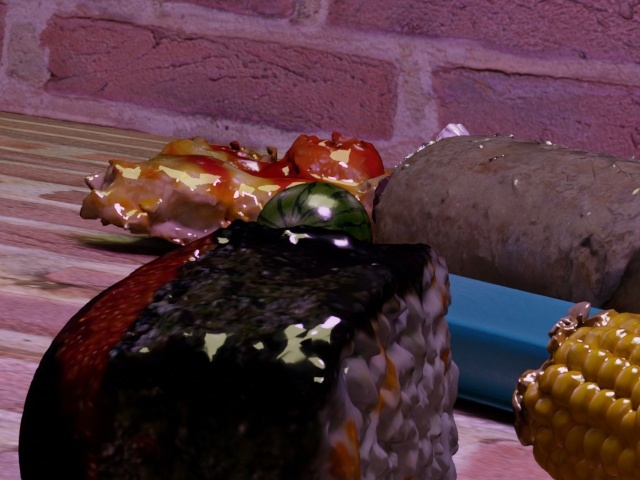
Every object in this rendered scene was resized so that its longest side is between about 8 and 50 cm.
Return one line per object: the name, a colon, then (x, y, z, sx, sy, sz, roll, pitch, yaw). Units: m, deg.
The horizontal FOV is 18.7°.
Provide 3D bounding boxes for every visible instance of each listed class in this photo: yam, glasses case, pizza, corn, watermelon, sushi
yam: (0.183, 0.014, 1.371, 0.168, 0.168, 0.304, 4, 9, -34)
glasses case: (0.130, 0.077, 1.210, 0.301, 0.070, 0.117, 15, 15, 39)
pizza: (-0.044, -0.046, 1.837, 0.440, 0.130, 0.406, 13, 5, 39)
corn: (0.218, 0.109, 0.859, 0.106, 0.106, 0.305, 2, 13, -46)
watermelon: (-0.004, -0.003, 1.604, 0.109, 0.109, 0.109, 8, 6, -1)
sushi: (-0.016, 0.066, 0.779, 0.126, 0.136, 0.225, 1, 8, 22)

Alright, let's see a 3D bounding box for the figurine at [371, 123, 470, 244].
figurine: (0.105, -0.006, 1.624, 0.116, 0.174, 0.240, -23, -6, 0)
